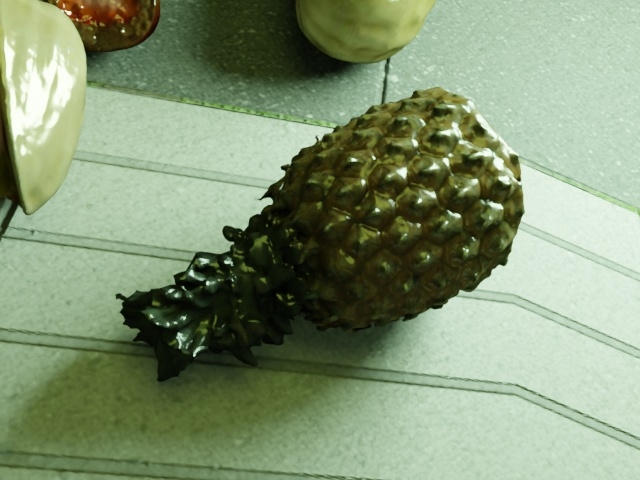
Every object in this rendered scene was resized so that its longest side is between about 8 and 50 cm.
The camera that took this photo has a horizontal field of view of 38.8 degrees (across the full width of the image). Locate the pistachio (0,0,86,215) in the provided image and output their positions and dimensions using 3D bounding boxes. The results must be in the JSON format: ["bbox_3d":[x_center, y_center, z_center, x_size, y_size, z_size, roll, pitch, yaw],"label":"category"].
[{"bbox_3d":[-0.288,-0.124,0.816,0.157,0.157,0.230,4,62,-16],"label":"pistachio"}]

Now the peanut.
[{"bbox_3d":[0.065,-0.357,1.136,0.192,0.170,0.387,19,43,3],"label":"peanut"}]

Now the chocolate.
[{"bbox_3d":[-0.238,-0.257,0.970,0.133,0.124,0.127,41,30,-9],"label":"chocolate"}]

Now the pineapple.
[{"bbox_3d":[0.000,0.000,0.798,0.361,0.202,0.202,-22,60,-21],"label":"pineapple"}]
